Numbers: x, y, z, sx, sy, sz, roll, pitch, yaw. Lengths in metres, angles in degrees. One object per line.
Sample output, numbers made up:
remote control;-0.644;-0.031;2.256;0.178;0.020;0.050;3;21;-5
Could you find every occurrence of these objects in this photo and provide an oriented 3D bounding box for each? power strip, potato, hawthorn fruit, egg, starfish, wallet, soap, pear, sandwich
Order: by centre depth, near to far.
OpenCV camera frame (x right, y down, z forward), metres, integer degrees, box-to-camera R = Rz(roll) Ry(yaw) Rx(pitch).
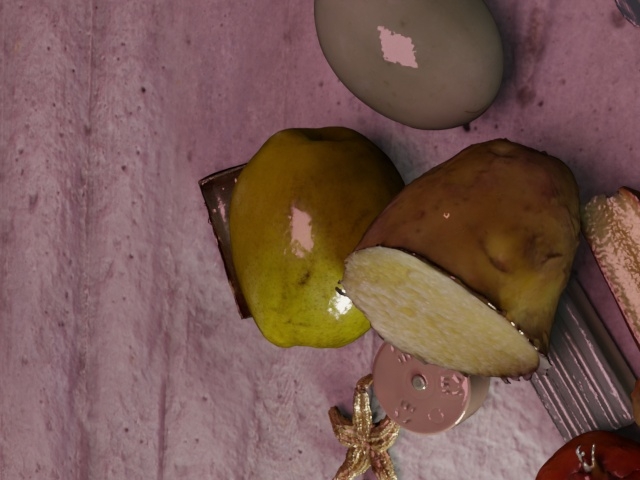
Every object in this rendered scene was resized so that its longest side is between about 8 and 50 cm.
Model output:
hawthorn fruit;0.344;0.323;1.459;0.211;0.211;0.299;-1;139;35
sandwich;0.403;0.054;1.471;0.094;0.096;0.258;-27;82;30
potato;0.194;0.003;1.490;0.288;0.237;0.301;-3;142;50
egg;0.111;-0.260;1.550;0.283;0.203;0.203;47;121;14
soap;0.325;0.159;1.561;0.114;0.063;0.198;-35;78;36
pear;0.000;0.000;1.644;0.252;0.253;0.307;13;103;33
power strip;0.151;0.190;1.674;0.154;0.078;0.154;4;99;29
starfish;0.059;0.298;1.781;0.150;0.053;0.210;44;122;26
wallet;-0.104;0.000;1.856;0.122;0.031;0.232;-15;92;32

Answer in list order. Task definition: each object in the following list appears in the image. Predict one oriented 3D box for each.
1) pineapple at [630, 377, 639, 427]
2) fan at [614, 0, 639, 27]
pineapple;0.511;0.125;1.338;0.340;0.169;0.169;-38;73;-4
fan;0.395;-0.339;1.457;0.113;0.005;0.175;-14;92;37
